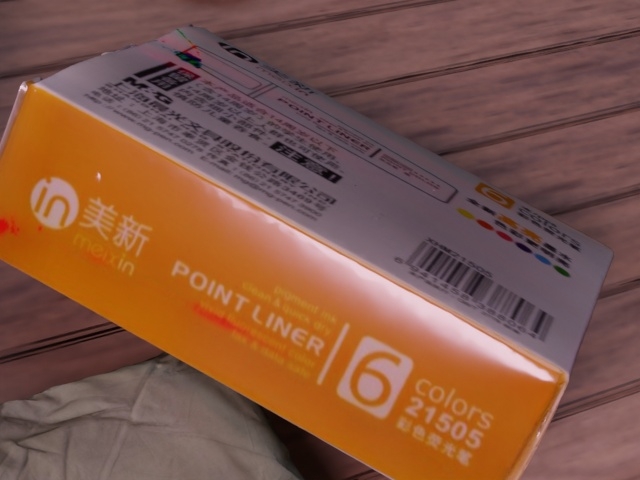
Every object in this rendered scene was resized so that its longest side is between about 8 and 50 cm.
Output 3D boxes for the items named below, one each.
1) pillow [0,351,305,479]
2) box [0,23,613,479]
[{"bbox_3d":[-0.073,0.179,0.537,0.274,0.076,0.280,-12,65,-45],"label":"pillow"},{"bbox_3d":[0.000,0.000,0.698,0.274,0.091,0.221,30,21,9],"label":"box"}]
